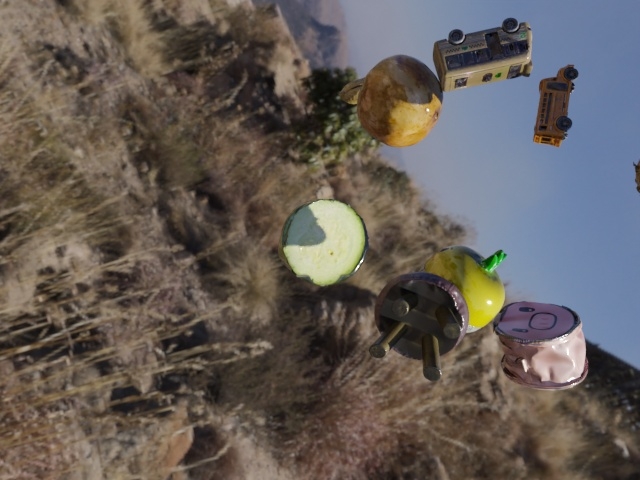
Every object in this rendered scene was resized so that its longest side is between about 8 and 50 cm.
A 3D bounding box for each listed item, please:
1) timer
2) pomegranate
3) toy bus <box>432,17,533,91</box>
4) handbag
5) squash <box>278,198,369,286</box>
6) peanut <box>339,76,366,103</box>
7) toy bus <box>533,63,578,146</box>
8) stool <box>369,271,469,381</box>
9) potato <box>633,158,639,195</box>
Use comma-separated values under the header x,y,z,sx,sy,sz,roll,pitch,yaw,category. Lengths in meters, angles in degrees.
x,y,z,sx,sy,sz,roll,pitch,yaw,category
0.453,0.116,2.057,0.285,0.285,0.285,-16,90,-82,timer
0.207,-0.368,1.813,0.248,0.248,0.248,-16,90,-82,pomegranate
0.493,-0.552,2.072,0.139,0.290,0.157,69,10,-75,toy bus
0.443,0.205,1.386,0.205,0.179,0.116,-42,128,-58,handbag
-0.001,-0.007,1.668,0.133,0.220,0.220,41,-27,65,squash
0.142,-0.459,2.078,0.080,0.175,0.080,-15,90,-74,peanut
0.575,-0.334,1.688,0.083,0.088,0.194,51,50,-72,toy bus
0.272,0.239,1.906,0.178,0.272,0.272,-56,131,-65,stool
0.795,-0.115,1.463,0.300,0.140,0.173,-121,-143,-53,potato
